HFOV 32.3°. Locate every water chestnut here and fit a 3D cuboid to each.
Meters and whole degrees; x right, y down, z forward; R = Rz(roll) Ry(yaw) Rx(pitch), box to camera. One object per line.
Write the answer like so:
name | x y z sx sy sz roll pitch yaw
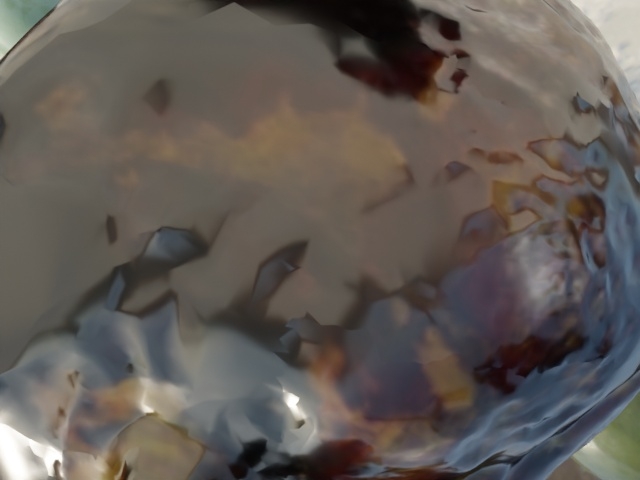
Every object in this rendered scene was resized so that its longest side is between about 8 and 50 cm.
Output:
water chestnut | 0.000 0.000 0.533 0.335 0.335 0.347 -30 -174 24

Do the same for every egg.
egg | -0.366 -0.303 1.340 0.149 0.192 0.149 -27 -150 17

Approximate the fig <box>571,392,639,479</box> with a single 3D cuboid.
fig | 0.246 0.080 0.878 0.203 0.225 0.203 -50 174 -8
